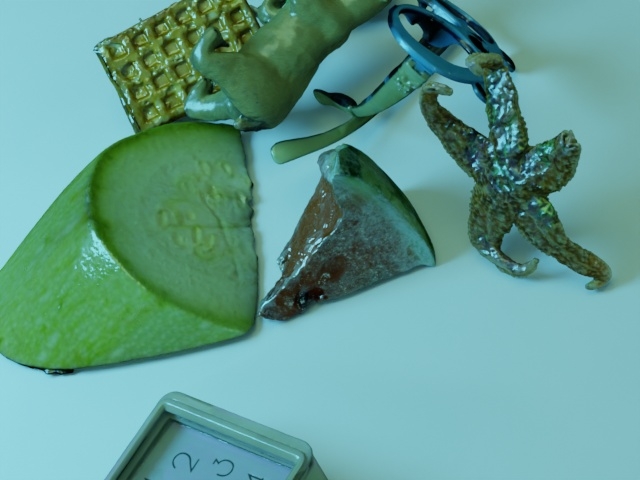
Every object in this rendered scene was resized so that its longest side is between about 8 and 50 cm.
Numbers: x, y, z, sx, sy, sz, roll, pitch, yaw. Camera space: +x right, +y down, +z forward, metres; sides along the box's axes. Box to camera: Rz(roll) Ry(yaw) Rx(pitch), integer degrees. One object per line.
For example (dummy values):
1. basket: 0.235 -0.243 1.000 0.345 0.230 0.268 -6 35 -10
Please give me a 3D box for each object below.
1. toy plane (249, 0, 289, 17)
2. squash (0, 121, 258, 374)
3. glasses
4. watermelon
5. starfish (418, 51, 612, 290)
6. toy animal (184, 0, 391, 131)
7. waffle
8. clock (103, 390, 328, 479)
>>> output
1. toy plane: 0.000 -0.263 1.564 0.174 0.080 0.174 -8 51 10
2. squash: -0.174 0.015 1.433 0.204 0.155 0.236 11 44 -19
3. glasses: 0.049 -0.147 1.398 0.207 0.102 0.239 -17 13 13
4. watermelon: 0.024 -0.001 1.362 0.158 0.121 0.098 -63 26 22
5. starfish: 0.156 -0.048 1.280 0.209 0.150 0.053 50 53 0
6. toy animal: -0.023 -0.179 1.445 0.101 0.103 0.218 38 83 12
7. waffle: -0.123 -0.168 1.519 0.148 0.042 0.102 -27 89 -3
8. clock: -0.100 0.219 1.200 0.147 0.071 0.192 18 60 31
